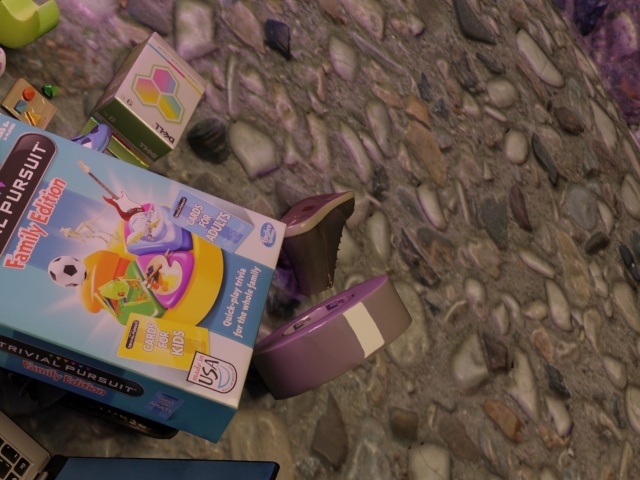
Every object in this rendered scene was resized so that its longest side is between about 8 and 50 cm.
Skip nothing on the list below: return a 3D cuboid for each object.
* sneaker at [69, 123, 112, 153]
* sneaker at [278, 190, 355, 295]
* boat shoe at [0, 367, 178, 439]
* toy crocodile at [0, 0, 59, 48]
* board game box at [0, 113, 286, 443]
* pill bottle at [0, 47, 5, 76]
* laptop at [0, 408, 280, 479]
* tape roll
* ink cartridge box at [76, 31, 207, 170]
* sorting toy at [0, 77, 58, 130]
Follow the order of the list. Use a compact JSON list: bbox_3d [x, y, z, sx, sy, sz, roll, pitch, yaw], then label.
[{"bbox_3d":[-0.315,-0.106,1.280,0.059,0.053,0.144,40,50,-11],"label":"sneaker"},{"bbox_3d":[0.000,0.000,1.576,0.222,0.083,0.118,-38,118,-58],"label":"sneaker"},{"bbox_3d":[-0.280,0.139,1.128,0.340,0.127,0.113,37,32,-41],"label":"boat shoe"},{"bbox_3d":[-0.449,-0.388,1.257,0.115,0.105,0.340,-33,94,-51],"label":"toy crocodile"},{"bbox_3d":[-0.223,0.033,1.050,0.336,0.079,0.254,21,46,-9],"label":"board game box"},{"bbox_3d":[-0.429,-0.221,1.233,0.083,0.043,0.043,5,65,-47],"label":"pill bottle"},{"bbox_3d":[-0.302,0.237,0.884,0.408,0.236,0.382,45,30,-12],"label":"laptop"},{"bbox_3d":[0.014,0.131,1.385,0.219,0.219,0.072,-34,95,-51],"label":"tape roll"},{"bbox_3d":[-0.243,-0.179,1.402,0.109,0.062,0.209,43,43,-24],"label":"ink cartridge box"},{"bbox_3d":[-0.367,-0.181,1.304,0.062,0.012,0.083,41,44,-25],"label":"sorting toy"}]
